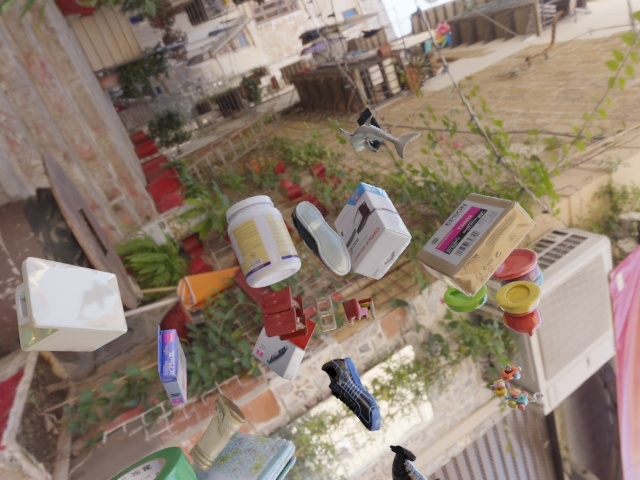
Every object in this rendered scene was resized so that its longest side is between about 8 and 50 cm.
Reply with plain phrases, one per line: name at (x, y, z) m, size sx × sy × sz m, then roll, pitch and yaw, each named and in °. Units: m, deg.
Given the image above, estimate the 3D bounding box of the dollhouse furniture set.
dollhouse furniture set at (-0.004, 0.231, 1.623) m, size 0.201 × 0.373 × 0.152 m, roll 64°, pitch 13°, yaw -72°

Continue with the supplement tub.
supplement tub at (-0.245, 0.006, 1.957) m, size 0.241 × 0.240 × 0.332 m, roll 117°, pitch -48°, yaw -70°

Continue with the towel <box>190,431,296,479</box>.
towel at (-0.293, 0.781, 1.535) m, size 0.320 × 0.374 × 0.090 m, roll -5°, pitch -76°, yaw 30°

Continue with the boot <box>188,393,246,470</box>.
boot at (-0.353, 0.636, 1.564) m, size 0.095 × 0.204 × 0.262 m, roll 40°, pitch -15°, yaw -16°

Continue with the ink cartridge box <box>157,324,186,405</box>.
ink cartridge box at (-0.540, 0.457, 1.711) m, size 0.311 × 0.065 × 0.186 m, roll 94°, pitch -14°, yaw -51°

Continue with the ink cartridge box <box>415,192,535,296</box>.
ink cartridge box at (0.374, 0.003, 1.159) m, size 0.088 × 0.235 × 0.193 m, roll 41°, pitch -1°, yaw -20°

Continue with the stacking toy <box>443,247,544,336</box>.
stacking toy at (0.546, 0.166, 1.443) m, size 0.279 × 0.309 × 0.131 m, roll -12°, pitch -65°, yaw 32°

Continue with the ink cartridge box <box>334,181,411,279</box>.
ink cartridge box at (0.190, -0.041, 1.800) m, size 0.223 × 0.128 × 0.308 m, roll -56°, pitch -148°, yaw 28°

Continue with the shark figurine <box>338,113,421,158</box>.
shark figurine at (0.180, -0.366, 1.551) m, size 0.166 × 0.116 × 0.278 m, roll 34°, pitch -11°, yaw -36°

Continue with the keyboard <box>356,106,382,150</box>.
keyboard at (0.203, -0.449, 1.920) m, size 0.108 × 0.023 × 0.180 m, roll -48°, pitch -127°, yaw 38°

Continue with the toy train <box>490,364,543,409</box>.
toy train at (0.593, 0.440, 1.434) m, size 0.046 × 0.125 × 0.166 m, roll 64°, pitch -5°, yaw -23°

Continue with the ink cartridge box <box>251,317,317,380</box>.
ink cartridge box at (-0.153, 0.405, 1.909) m, size 0.060 × 0.239 × 0.275 m, roll 27°, pitch -7°, yaw -34°

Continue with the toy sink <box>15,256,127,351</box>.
toy sink at (-0.571, 0.150, 1.025) m, size 0.234 × 0.131 × 0.153 m, roll 29°, pitch 35°, yaw -64°

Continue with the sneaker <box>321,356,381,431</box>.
sneaker at (0.080, 0.430, 1.298) m, size 0.232 × 0.090 × 0.082 m, roll 57°, pitch -40°, yaw 43°

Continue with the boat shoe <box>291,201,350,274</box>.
boat shoe at (0.000, 0.000, 1.700) m, size 0.303 × 0.114 × 0.091 m, roll 60°, pitch -30°, yaw 6°

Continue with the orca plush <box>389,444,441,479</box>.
orca plush at (0.262, 0.698, 1.294) m, size 0.102 × 0.151 × 0.287 m, roll -68°, pitch 153°, yaw -54°

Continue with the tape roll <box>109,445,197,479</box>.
tape roll at (-0.431, 0.590, 1.023) m, size 0.077 × 0.321 × 0.321 m, roll 61°, pitch -16°, yaw -3°
